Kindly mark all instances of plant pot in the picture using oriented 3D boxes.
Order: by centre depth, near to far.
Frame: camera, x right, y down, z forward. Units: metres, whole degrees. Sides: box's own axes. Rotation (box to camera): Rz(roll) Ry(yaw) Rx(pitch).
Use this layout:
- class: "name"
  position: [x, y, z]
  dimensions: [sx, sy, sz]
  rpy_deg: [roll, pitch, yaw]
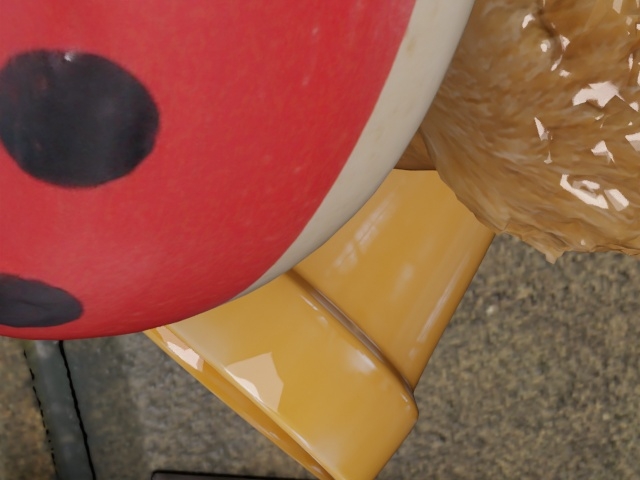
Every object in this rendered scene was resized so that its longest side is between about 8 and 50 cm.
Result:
- class: "plant pot"
  position: [0.000, 0.000, 0.819]
  dimensions: [0.188, 0.205, 0.205]
  rpy_deg: [-49, 116, -9]

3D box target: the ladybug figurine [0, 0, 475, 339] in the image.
- class: "ladybug figurine"
  position: [-0.099, -0.131, 0.499]
  dimensions: [0.305, 0.162, 0.449]
  rpy_deg: [21, 129, 19]

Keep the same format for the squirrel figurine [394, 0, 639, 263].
- class: "squirrel figurine"
  position: [0.152, -0.165, 0.681]
  dimensions: [0.370, 0.397, 0.281]
  rpy_deg: [-20, 134, -30]

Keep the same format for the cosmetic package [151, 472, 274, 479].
- class: "cosmetic package"
  position: [0.012, 0.217, 0.940]
  dimensions: [0.238, 0.127, 0.107]
  rpy_deg: [4, 111, -15]
